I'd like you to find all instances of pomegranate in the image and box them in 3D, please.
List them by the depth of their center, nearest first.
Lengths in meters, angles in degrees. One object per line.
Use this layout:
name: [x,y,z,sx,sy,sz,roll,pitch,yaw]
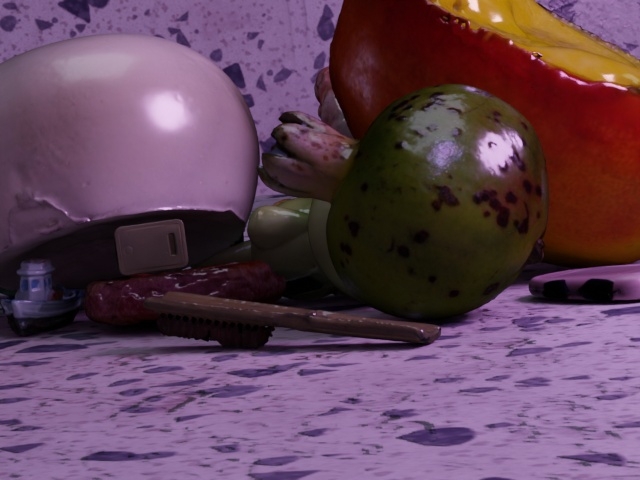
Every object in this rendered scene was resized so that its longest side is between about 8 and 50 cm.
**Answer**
pomegranate: [0.071,-0.039,1.558,0.248,0.202,0.202,25,9,6]

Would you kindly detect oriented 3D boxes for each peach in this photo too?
peach: [0.179,-0.116,1.812,0.380,0.242,0.306,35,19,11]

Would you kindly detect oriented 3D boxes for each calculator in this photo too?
calculator: [0.253,0.035,1.610,0.166,0.024,0.103,-2,5,42]

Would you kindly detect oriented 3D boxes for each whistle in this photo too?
whistle: [0.004,-0.009,1.760,0.141,0.141,0.294,-9,6,-43]

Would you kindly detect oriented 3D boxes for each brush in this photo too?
brush: [-0.024,0.068,1.468,0.248,0.036,0.043,5,13,27]

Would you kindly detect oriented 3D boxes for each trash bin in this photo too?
trash bin: [-0.152,0.009,1.678,0.061,0.043,0.092,-8,-3,-8]

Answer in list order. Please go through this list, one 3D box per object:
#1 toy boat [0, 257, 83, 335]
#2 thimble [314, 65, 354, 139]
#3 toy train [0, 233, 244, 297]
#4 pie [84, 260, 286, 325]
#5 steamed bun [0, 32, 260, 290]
toy boat: [-0.257,0.049,1.737,0.059,0.066,0.140,0,6,11]
thimble: [0.082,-0.085,2.090,0.162,0.239,0.239,-5,4,0]
toy train: [-0.247,-0.021,2.046,0.326,0.159,0.129,-4,7,0]
pie: [-0.120,0.049,1.688,0.182,0.049,0.182,-6,-1,0]
steamed bun: [-0.218,-0.081,1.824,0.324,0.206,0.324,-12,-12,-3]
